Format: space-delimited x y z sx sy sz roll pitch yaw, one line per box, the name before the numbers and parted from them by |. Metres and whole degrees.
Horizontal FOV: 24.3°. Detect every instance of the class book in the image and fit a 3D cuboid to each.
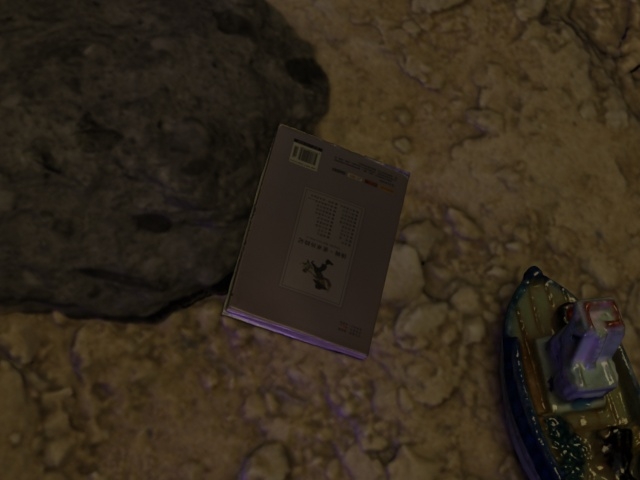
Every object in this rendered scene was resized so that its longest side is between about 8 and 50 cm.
book | 0.000 0.000 1.240 0.127 0.014 0.181 20 63 -11

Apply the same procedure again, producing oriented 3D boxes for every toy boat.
toy boat | 0.217 0.135 1.205 0.114 0.115 0.262 -6 71 -21
